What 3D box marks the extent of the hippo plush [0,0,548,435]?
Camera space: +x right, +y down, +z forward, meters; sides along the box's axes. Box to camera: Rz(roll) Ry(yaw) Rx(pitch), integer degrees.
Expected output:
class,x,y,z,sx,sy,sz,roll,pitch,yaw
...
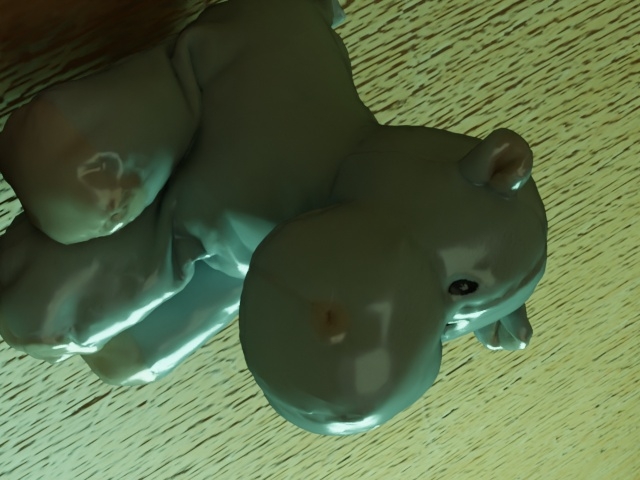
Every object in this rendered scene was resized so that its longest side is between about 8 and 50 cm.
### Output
class,x,y,z,sx,sy,sz,roll,pitch,yaw
hippo plush,0.000,0.000,1.014,0.294,0.236,0.234,-43,152,-29
